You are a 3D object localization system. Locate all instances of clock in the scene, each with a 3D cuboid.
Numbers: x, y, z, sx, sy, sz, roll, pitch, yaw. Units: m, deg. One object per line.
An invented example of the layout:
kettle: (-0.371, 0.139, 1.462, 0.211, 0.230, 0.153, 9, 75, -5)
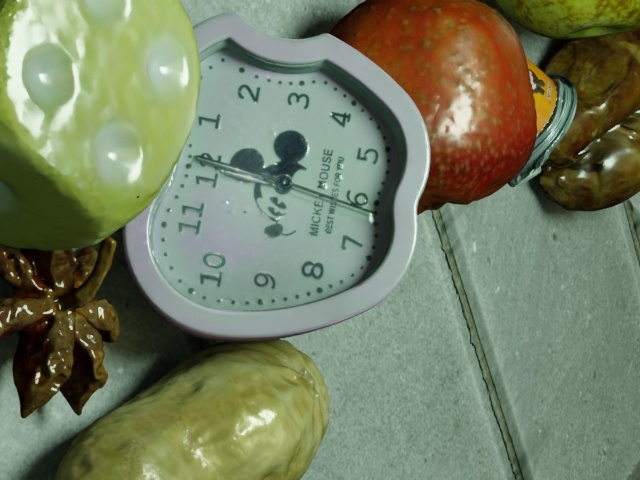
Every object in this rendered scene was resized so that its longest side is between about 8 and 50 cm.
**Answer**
clock: (-0.059, -0.056, 1.753, 0.102, 0.339, 0.338, 131, -30, -80)

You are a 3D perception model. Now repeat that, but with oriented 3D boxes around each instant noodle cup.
instant noodle cup: (0.217, -0.176, 2.171, 0.177, 0.208, 0.125, -43, 120, 9)

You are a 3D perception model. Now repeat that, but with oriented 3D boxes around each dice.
dice: (-0.261, -0.142, 1.506, 0.238, 0.227, 0.233, 45, 57, -42)

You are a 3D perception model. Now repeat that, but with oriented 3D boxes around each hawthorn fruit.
hawthorn fruit: (0.116, -0.163, 1.959, 0.275, 0.275, 0.299, 13, 85, -52)

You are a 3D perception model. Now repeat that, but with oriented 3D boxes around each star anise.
star anise: (-0.256, 0.070, 1.635, 0.196, 0.111, 0.212, -45, 134, -31)

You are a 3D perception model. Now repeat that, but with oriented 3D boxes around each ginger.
ginger: (0.421, -0.213, 2.414, 0.418, 0.176, 0.254, -58, 138, -24)

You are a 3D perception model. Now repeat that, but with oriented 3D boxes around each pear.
pear: (0.339, -0.393, 2.213, 0.284, 0.284, 0.283, -6, 98, -52)

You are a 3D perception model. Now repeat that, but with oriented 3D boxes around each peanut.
peanut: (-0.125, 0.217, 1.731, 0.387, 0.192, 0.169, -32, 104, -47)
